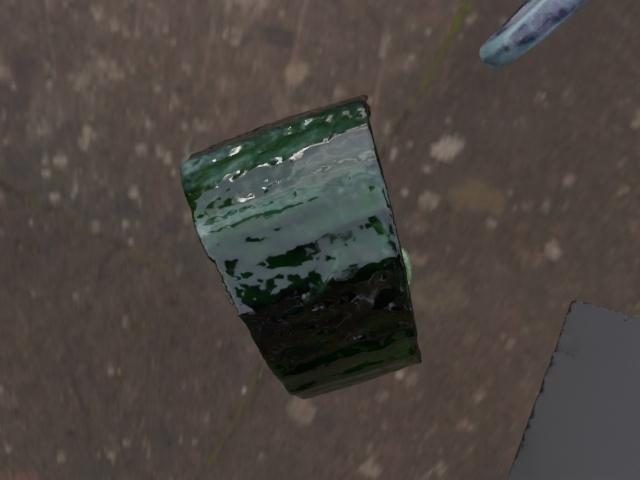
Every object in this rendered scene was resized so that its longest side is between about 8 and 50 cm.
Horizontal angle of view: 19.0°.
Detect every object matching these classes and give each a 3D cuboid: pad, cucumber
[{"bbox_3d":[0.257,0.186,1.790,0.164,0.004,0.243,18,85,44],"label":"pad"},{"bbox_3d":[-0.001,0.002,1.273,0.130,0.191,0.191,-20,71,8],"label":"cucumber"}]

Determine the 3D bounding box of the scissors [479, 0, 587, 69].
[{"bbox_3d":[0.250,-0.251,1.298,0.029,0.256,0.383,48,38,-7],"label":"scissors"}]
